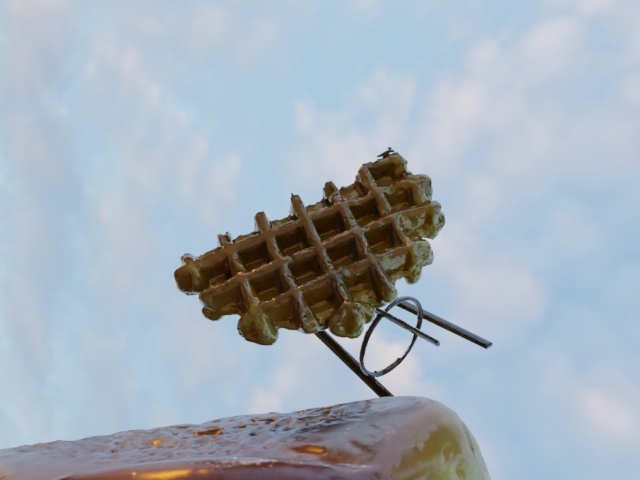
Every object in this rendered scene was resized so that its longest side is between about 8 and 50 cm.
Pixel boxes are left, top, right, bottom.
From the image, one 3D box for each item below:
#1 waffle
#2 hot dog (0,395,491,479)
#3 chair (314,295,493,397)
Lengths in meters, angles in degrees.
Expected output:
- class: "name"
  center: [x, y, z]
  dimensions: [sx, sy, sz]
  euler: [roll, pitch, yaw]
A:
- class: "waffle"
  center: [0.000, 0.000, 0.594]
  dimensions: [0.161, 0.192, 0.046]
  euler: [21, -32, 25]
- class: "hot dog"
  center: [-0.069, 0.222, 0.539]
  dimensions: [0.223, 0.406, 0.185]
  euler: [97, -15, -88]
- class: "chair"
  center: [0.035, 0.066, 0.729]
  dimensions: [0.222, 0.104, 0.095]
  euler: [29, -22, 40]
